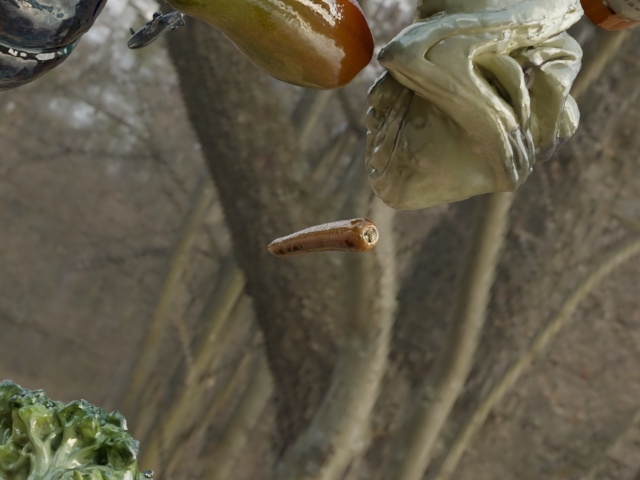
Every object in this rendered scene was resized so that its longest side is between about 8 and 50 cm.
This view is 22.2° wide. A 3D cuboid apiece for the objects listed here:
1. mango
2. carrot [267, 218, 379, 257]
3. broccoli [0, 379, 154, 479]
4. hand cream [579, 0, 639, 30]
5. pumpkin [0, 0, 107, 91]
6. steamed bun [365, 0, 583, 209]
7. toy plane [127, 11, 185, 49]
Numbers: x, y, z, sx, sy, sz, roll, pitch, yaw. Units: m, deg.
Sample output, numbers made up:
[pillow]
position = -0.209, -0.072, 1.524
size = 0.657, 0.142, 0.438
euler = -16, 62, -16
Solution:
[mango]
position = -0.053, -0.275, 1.939
size = 0.146, 0.129, 0.289
euler = -21, -32, 31
[carrot]
position = 0.000, 0.000, 1.807
size = 0.037, 0.037, 0.190
euler = 33, -22, -28
[broccoli]
position = -0.348, 0.316, 1.848
size = 0.293, 0.281, 0.348
euler = -28, -66, 34
[hand cream]
position = 0.385, -0.310, 1.745
size = 0.139, 0.089, 0.314
euler = 57, -21, -7
[pumpkin]
position = -0.333, -0.305, 1.537
size = 0.266, 0.363, 0.363
euler = 28, -7, -36
[steamed bun]
position = 0.213, -0.200, 2.057
size = 0.247, 0.352, 0.339
euler = 30, -28, 15
[toy plane]
position = -0.207, -0.266, 2.043
size = 0.031, 0.083, 0.078
euler = 65, 5, 6
